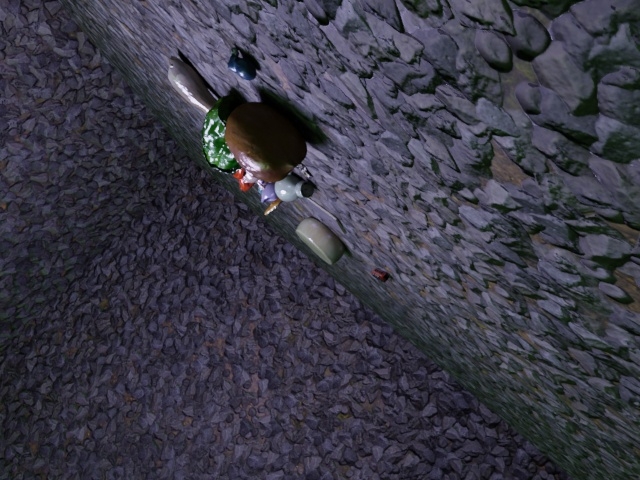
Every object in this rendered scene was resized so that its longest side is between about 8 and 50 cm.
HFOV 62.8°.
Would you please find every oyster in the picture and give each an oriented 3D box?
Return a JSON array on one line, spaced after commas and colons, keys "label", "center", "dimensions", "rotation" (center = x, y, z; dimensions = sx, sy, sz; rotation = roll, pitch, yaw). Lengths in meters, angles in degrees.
[{"label": "oyster", "center": [-0.063, -0.242, 1.798], "dimensions": [0.054, 0.019, 0.083], "rotation": [34, 168, 47]}]

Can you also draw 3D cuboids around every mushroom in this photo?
[{"label": "mushroom", "center": [-0.452, -0.541, 1.857], "dimensions": [0.247, 0.108, 0.096], "rotation": [49, -150, -24]}]

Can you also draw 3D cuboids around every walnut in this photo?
[{"label": "walnut", "center": [-0.155, -0.272, 1.480], "dimensions": [0.298, 0.203, 0.203], "rotation": [46, 175, 40]}]

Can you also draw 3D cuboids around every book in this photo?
[{"label": "book", "center": [0.022, -0.100, 2.132], "dimensions": [0.181, 0.014, 0.127], "rotation": [38, 170, 32]}]

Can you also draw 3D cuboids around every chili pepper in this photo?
[{"label": "chili pepper", "center": [-0.301, -0.367, 1.830], "dimensions": [0.213, 0.168, 0.385], "rotation": [29, 161, -6]}]

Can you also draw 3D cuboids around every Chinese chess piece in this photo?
[{"label": "Chinese chess piece", "center": [0.000, 0.000, 2.432], "dimensions": [0.250, 0.101, 0.250], "rotation": [42, 172, 8]}]

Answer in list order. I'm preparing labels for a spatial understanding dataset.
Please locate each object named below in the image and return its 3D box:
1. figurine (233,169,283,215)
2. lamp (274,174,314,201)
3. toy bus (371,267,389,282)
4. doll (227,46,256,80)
[{"label": "figurine", "center": [-0.251, -0.247, 2.152], "dimensions": [0.257, 0.181, 0.208], "rotation": [51, -161, -7]}, {"label": "lamp", "center": [-0.096, -0.194, 1.957], "dimensions": [0.193, 0.106, 0.106], "rotation": [13, 150, 54]}, {"label": "toy bus", "center": [0.251, 0.147, 2.209], "dimensions": [0.031, 0.043, 0.110], "rotation": [49, 172, -19]}, {"label": "doll", "center": [-0.196, -0.440, 1.335], "dimensions": [0.083, 0.050, 0.076], "rotation": [36, 174, 27]}]
